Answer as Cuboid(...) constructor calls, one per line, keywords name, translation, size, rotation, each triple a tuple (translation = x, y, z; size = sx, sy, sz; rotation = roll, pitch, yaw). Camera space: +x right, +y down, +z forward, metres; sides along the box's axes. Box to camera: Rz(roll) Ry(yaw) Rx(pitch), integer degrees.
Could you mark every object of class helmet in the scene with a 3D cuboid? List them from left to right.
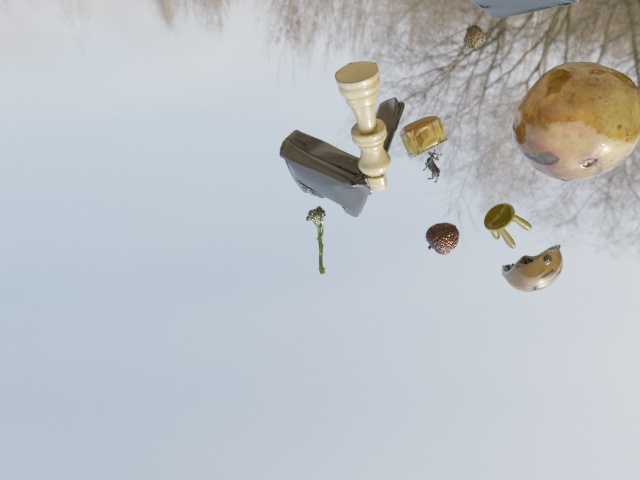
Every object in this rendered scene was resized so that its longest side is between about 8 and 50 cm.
Cuboid(name="helmet", translation=(0.773, 0.112, 1.858), size=(0.224, 0.130, 0.198), rotation=(-22, 178, -4))

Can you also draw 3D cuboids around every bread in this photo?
Cuboid(name="bread", translation=(0.329, -0.336, 1.668), size=(0.136, 0.107, 0.241), rotation=(-24, -175, 12))

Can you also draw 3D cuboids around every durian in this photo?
Cuboid(name="durian", translation=(0.530, -0.708, 1.793), size=(0.080, 0.091, 0.080), rotation=(-29, -153, 16))

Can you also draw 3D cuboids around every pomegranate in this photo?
Cuboid(name="pomegranate", translation=(0.599, -0.279, 1.213), size=(0.281, 0.281, 0.281), rotation=(1, -146, -1))

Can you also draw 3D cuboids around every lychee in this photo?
Cuboid(name="lychee", translation=(0.446, -0.011, 1.891), size=(0.123, 0.123, 0.129), rotation=(25, -110, 31))

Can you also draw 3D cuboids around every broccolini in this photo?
Cuboid(name="broccolini", translation=(0.002, -0.003, 1.416), size=(0.054, 0.194, 0.052), rotation=(-5, -164, 15))

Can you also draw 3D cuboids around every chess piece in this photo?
Cuboid(name="chess piece", translation=(0.136, -0.303, 1.474), size=(0.117, 0.397, 0.117), rotation=(-9, -136, 9))

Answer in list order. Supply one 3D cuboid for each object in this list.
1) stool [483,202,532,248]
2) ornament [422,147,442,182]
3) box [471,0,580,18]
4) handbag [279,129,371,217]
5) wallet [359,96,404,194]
Cuboid(name="stool", translation=(0.624, -0.052, 1.737), size=(0.135, 0.110, 0.134), rotation=(-20, -135, 40))
Cuboid(name="ornament", translation=(0.329, -0.218, 1.497), size=(0.028, 0.125, 0.073), rotation=(-23, -105, -10))
Cuboid(name="box", translation=(0.423, -0.699, 1.189), size=(0.345, 0.205, 0.251), rotation=(16, -179, -34))
Cuboid(name="handbag", translation=(0.031, -0.215, 1.823), size=(0.342, 0.288, 0.152), rotation=(29, -112, 19))
Cuboid(name="wallet", translation=(0.204, -0.339, 1.916), size=(0.051, 0.378, 0.197), rotation=(19, 180, -19))
